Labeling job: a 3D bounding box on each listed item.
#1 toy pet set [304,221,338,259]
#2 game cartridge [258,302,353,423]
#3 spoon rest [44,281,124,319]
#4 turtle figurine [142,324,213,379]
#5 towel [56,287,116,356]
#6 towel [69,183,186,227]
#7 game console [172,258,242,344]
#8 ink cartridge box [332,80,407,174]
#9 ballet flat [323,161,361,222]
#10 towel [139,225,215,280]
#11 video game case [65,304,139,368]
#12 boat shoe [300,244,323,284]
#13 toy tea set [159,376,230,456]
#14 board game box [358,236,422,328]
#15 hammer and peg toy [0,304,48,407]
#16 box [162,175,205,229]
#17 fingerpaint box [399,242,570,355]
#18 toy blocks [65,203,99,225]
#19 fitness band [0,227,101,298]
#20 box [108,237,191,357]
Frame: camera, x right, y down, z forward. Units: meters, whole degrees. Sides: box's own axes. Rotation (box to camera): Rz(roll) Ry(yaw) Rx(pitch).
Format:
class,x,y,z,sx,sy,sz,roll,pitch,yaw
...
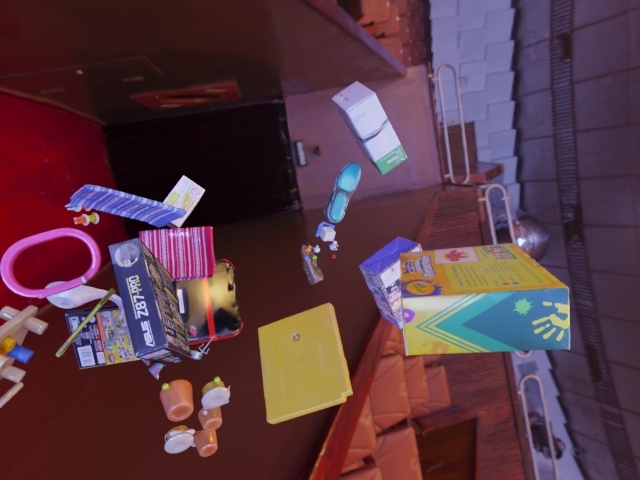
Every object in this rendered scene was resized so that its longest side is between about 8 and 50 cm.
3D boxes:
class,x,y,z,sx,sy,sz,roll,pitch,yaw
toy pet set,0.000,0.000,1.380,0.065,0.122,0.114,51,-47,47
game cartridge,-0.059,0.395,1.324,0.053,0.285,0.324,53,19,-52
spoon rest,-0.871,0.217,1.505,0.137,0.276,0.084,-49,-149,33
turtle figurine,-0.518,0.379,1.457,0.175,0.234,0.118,21,-40,51
towel,-0.707,0.247,1.219,0.021,0.237,0.102,40,14,-19
towel,-0.678,-0.115,1.430,0.243,0.335,0.040,-11,-110,46
game console,-0.536,0.277,1.897,0.060,0.341,0.387,-23,-107,43
ink cartridge box,0.130,-0.303,1.082,0.208,0.086,0.153,52,8,-35
ballet flat,0.056,-0.136,1.145,0.070,0.070,0.189,94,20,-74
towel,-0.531,0.050,1.499,0.031,0.274,0.199,114,-29,-76
video game case,-0.863,0.387,1.635,0.035,0.247,0.275,-125,-146,-58
boat shoe,-0.049,0.098,1.638,0.064,0.060,0.178,19,40,-49
toy tea set,-0.408,0.554,1.289,0.124,0.199,0.337,48,-48,49
board game box,0.334,0.174,1.702,0.141,0.232,0.291,29,-31,60
hammer and peg toy,-0.919,0.372,1.106,0.362,0.127,0.266,-59,-167,12
box,-0.604,-0.159,1.740,0.203,0.114,0.103,-62,-164,-20
fingerpaint box,0.414,0.148,1.139,0.445,0.370,0.164,-51,135,-74
toy blocks,-1.070,-0.124,1.809,0.148,0.054,0.123,-20,132,-65
fitness band,-0.900,0.074,1.357,0.209,0.290,0.054,71,-18,-3
box,-0.503,0.205,1.232,0.395,0.097,0.319,112,-40,-69
